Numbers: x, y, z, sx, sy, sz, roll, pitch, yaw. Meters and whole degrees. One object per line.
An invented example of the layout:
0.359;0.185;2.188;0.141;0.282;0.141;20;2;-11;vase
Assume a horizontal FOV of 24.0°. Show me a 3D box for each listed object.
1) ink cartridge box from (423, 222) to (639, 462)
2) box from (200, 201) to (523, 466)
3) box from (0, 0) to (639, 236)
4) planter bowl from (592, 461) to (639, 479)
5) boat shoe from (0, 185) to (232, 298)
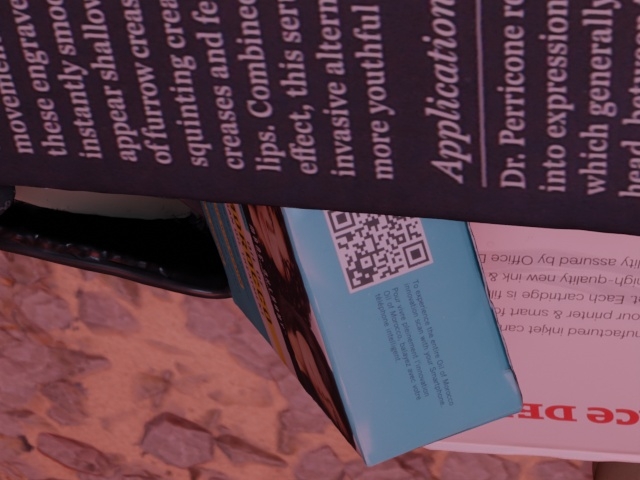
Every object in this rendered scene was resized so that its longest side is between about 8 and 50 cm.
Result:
0.123;-0.033;0.710;0.207;0.117;0.283;2;131;16;ink cartridge box
0.000;0.000;0.605;0.060;0.244;0.100;-20;104;-9;box
0.049;-0.174;0.483;0.395;0.293;0.212;5;132;14;box
0.234;0.176;0.872;0.162;0.109;0.162;10;134;10;planter bowl
-0.154;-0.040;0.692;0.127;0.113;0.340;-30;147;31;boat shoe
